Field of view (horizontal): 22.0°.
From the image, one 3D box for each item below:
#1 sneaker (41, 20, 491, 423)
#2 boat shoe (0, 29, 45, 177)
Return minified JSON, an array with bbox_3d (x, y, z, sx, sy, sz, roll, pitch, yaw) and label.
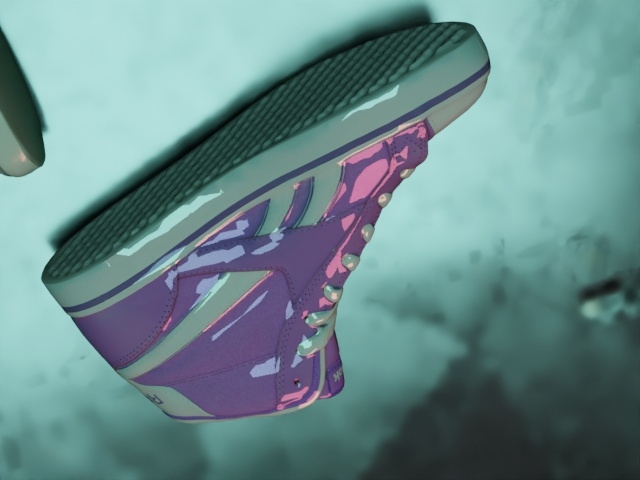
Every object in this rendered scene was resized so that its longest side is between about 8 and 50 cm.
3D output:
[{"bbox_3d":[0.000,0.000,0.944,0.282,0.102,0.161,-32,110,13],"label":"sneaker"},{"bbox_3d":[-0.234,-0.123,0.891,0.081,0.079,0.227,-30,102,10],"label":"boat shoe"}]
